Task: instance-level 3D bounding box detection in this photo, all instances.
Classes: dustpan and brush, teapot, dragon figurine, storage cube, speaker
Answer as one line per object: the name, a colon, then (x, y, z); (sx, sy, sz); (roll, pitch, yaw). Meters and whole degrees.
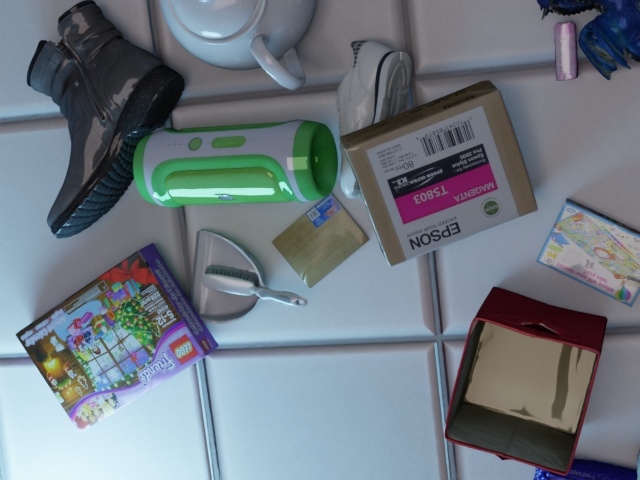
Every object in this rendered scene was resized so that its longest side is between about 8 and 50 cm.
dustpan and brush: (-0.114, 0.073, 1.961); (0.211, 0.060, 0.147); (11, 104, 14)
teapot: (-0.132, -0.358, 1.811); (0.256, 0.187, 0.253); (8, 104, 13)
dragon figurine: (0.408, -0.275, 1.697); (0.144, 0.085, 0.289); (-32, 91, -9)
storage cube: (0.298, 0.197, 1.800); (0.183, 0.193, 0.215); (15, 106, 13)
speaker: (-0.129, -0.114, 1.879); (0.296, 0.131, 0.131); (-1, 101, 24)

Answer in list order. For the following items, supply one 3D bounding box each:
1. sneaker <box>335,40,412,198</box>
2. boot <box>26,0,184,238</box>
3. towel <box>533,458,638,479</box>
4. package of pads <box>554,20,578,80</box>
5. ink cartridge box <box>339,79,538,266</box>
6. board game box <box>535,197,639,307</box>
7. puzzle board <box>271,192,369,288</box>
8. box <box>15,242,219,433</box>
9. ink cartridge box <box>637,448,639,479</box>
sneaker: (0.065, -0.179, 1.857); (0.094, 0.090, 0.235); (23, 107, 29)
boot: (-0.381, -0.190, 1.972); (0.222, 0.118, 0.338); (38, 101, 12)
towel: (0.457, 0.454, 1.869); (0.308, 0.076, 0.228); (12, 103, 13)
package of pads: (0.348, -0.268, 1.764); (0.032, 0.050, 0.083); (-1, 100, 16)
ink cartridge box: (0.169, -0.096, 1.783); (0.234, 0.088, 0.193); (-22, 107, 2)
board game box: (0.407, 0.017, 1.819); (0.154, 0.026, 0.103); (27, 107, 9)
puzzle board: (0.000, 0.000, 1.941); (0.128, 0.011, 0.096); (-40, 87, 19)
box: (-0.334, 0.162, 2.034); (0.293, 0.057, 0.201); (-33, 91, 24)
ink cartridge box: (0.533, 0.257, 1.764); (0.093, 0.154, 0.212); (27, 106, 8)
